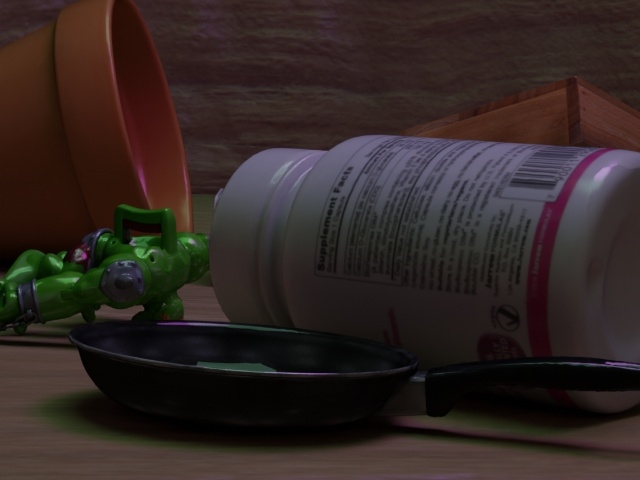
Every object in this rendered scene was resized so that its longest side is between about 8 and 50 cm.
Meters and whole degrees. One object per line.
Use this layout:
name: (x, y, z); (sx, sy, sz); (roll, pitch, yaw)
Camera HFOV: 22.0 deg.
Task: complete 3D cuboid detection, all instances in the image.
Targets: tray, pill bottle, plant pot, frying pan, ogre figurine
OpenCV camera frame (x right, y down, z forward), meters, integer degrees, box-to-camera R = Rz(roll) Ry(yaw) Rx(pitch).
tray: (0.287, -0.052, 1.684); (0.203, 0.076, 0.411); (-16, -23, 37)
pill bottle: (0.077, 0.014, 1.063); (0.283, 0.160, 0.160); (6, 5, 37)
plant pot: (-0.267, -0.094, 1.699); (0.203, 0.291, 0.291); (-13, 3, 6)
frying pan: (0.020, 0.075, 0.938); (0.326, 0.053, 0.197); (5, 4, -10)
ogre figurine: (-0.154, 0.025, 1.208); (0.118, 0.097, 0.197); (-7, -12, 26)

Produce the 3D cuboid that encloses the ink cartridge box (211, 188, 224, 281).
ink cartridge box: (0.000, 0.000, 1.673); (0.218, 0.092, 0.158); (5, 4, -1)
